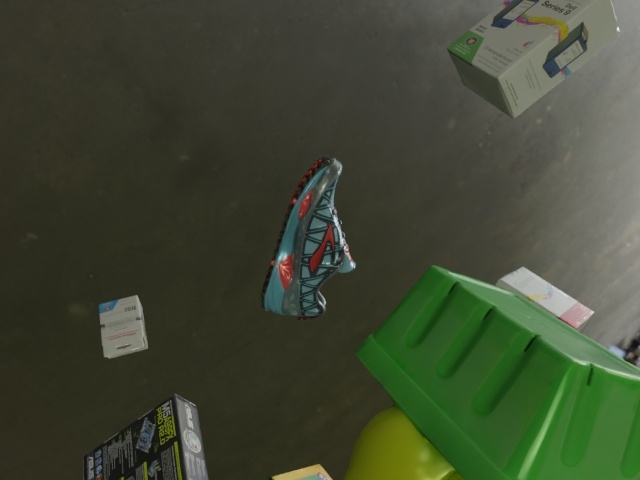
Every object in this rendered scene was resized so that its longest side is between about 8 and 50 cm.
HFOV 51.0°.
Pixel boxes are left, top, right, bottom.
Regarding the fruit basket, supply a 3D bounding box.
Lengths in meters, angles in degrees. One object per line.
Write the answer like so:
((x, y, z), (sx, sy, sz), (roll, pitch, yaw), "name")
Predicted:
((0.185, 0.254, 0.848), (0.283, 0.392, 0.392), (18, 113, -27), "fruit basket")

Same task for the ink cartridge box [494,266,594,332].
((0.434, 0.160, 1.373), (0.127, 0.176, 0.128), (-17, 137, -50), "ink cartridge box")

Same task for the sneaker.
((0.000, 0.000, 1.025), (0.125, 0.104, 0.261), (18, 110, -3), "sneaker")

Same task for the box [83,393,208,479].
((-0.283, 0.417, 1.083), (0.216, 0.270, 0.060), (-35, 131, 9), "box")

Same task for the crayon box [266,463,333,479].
((0.019, 0.513, 1.117), (0.081, 0.278, 0.165), (-51, 152, 12), "crayon box")

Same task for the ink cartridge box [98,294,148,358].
((-0.235, 0.109, 0.801), (0.048, 0.083, 0.028), (-14, 135, -10), "ink cartridge box")

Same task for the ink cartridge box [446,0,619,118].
((0.337, -0.319, 1.076), (0.212, 0.154, 0.093), (-37, 131, 2), "ink cartridge box")
